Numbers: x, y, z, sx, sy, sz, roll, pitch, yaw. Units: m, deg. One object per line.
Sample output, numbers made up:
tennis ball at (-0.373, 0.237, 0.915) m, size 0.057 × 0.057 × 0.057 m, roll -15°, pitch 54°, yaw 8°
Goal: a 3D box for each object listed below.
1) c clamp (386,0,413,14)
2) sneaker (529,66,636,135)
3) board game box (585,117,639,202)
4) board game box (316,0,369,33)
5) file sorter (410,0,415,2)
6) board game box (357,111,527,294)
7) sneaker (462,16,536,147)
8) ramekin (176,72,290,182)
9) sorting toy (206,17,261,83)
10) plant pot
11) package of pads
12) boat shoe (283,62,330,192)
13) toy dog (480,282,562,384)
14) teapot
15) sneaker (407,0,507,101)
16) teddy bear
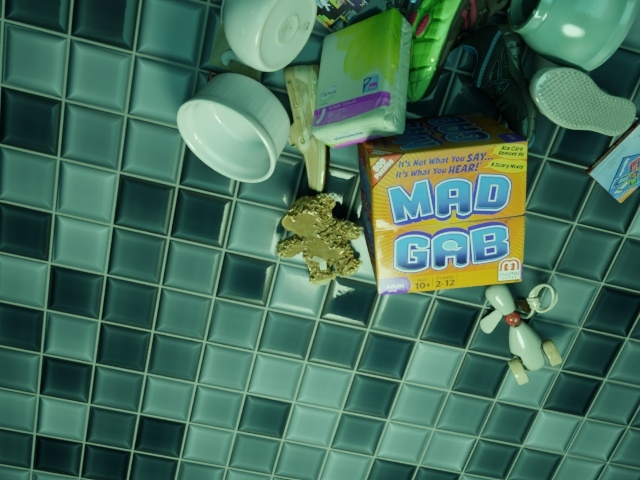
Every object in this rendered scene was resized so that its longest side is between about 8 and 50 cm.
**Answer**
c clamp at (0.249, -0.600, 1.476) m, size 0.161 × 0.022 × 0.137 m, roll 11°, pitch 107°, yaw -4°
sneaker at (0.636, -0.357, 1.472) m, size 0.366 × 0.150 × 0.135 m, roll 13°, pitch 109°, yaw -32°
board game box at (0.910, -0.254, 1.630) m, size 0.145 × 0.027 × 0.281 m, roll 38°, pitch 107°, yaw -14°
board game box at (0.018, -0.604, 1.403) m, size 0.170 × 0.048 × 0.141 m, roll 35°, pitch 149°, yaw -20°
file sorter at (0.187, -0.645, 1.291) m, size 0.105 × 0.118 × 0.170 m, roll 13°, pitch 128°, yaw 4°
board game box at (0.295, -0.109, 1.496) m, size 0.357 × 0.356 × 0.355 m, roll -6°, pitch 113°, yaw 1°
sneaker at (0.465, -0.392, 1.484) m, size 0.140 × 0.125 × 0.340 m, roll -14°, pitch 83°, yaw 14°
ramekin at (-0.211, -0.290, 1.466) m, size 0.278 × 0.135 × 0.277 m, roll 22°, pitch 150°, yaw 13°
sorting toy at (-0.206, -0.495, 1.492) m, size 0.133 × 0.046 × 0.274 m, roll 16°, pitch 111°, yaw -8°
plant pot at (0.565, -0.557, 1.340) m, size 0.197 × 0.293 × 0.292 m, roll 7°, pitch 112°, yaw -11°
package of pads at (0.098, -0.384, 1.397) m, size 0.101 × 0.229 × 0.296 m, roll 21°, pitch 72°, yaw -45°
boat shoe at (-0.037, -0.296, 1.548) m, size 0.110 × 0.121 × 0.340 m, roll -2°, pitch 105°, yaw 7°
toy dog at (0.620, 0.275, 1.801) m, size 0.220 × 0.161 × 0.333 m, roll -8°, pitch 98°, yaw 5°
teapot at (-0.142, -0.541, 1.347) m, size 0.187 × 0.252 × 0.256 m, roll 38°, pitch 85°, yaw 17°
sneaker at (0.340, -0.549, 1.390) m, size 0.203 × 0.185 × 0.482 m, roll 10°, pitch 120°, yaw -27°
teddy bear at (0.000, 0.000, 1.662) m, size 0.245 × 0.113 × 0.338 m, roll -30°, pitch 127°, yaw 22°
